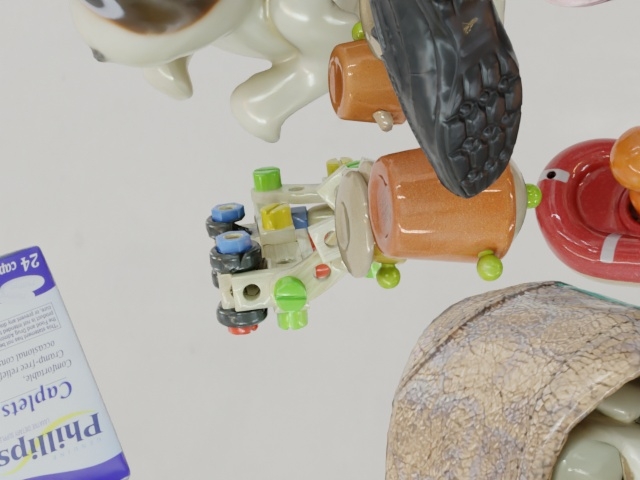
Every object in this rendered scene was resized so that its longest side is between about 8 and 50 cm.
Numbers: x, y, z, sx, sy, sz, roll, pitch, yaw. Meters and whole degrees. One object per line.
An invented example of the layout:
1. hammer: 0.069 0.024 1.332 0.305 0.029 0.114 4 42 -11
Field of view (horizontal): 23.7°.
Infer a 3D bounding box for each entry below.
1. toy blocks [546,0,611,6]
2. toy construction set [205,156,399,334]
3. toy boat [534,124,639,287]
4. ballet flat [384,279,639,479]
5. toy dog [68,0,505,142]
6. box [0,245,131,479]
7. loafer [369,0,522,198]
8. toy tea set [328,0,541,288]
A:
1. toy blocks: 0.163 -0.234 0.684 0.260 0.309 0.288 -4 126 -51
2. toy construction set: 0.000 0.000 1.457 0.215 0.328 0.151 -7 93 -4
3. toy boat: 0.300 -0.046 1.377 0.151 0.231 0.151 55 49 -44
4. ballet flat: 0.057 0.165 0.372 0.108 0.106 0.316 6 82 -36
5. toy dog: -0.050 -0.273 1.315 0.408 0.284 0.395 -20 138 -38
6. box: -0.164 0.089 0.850 0.072 0.126 0.137 -22 79 -14
7. loafer: 0.073 -0.126 0.954 0.076 0.078 0.223 -34 130 -21
8. toy tea set: 0.084 -0.125 1.152 0.124 0.200 0.336 -4 96 -14
